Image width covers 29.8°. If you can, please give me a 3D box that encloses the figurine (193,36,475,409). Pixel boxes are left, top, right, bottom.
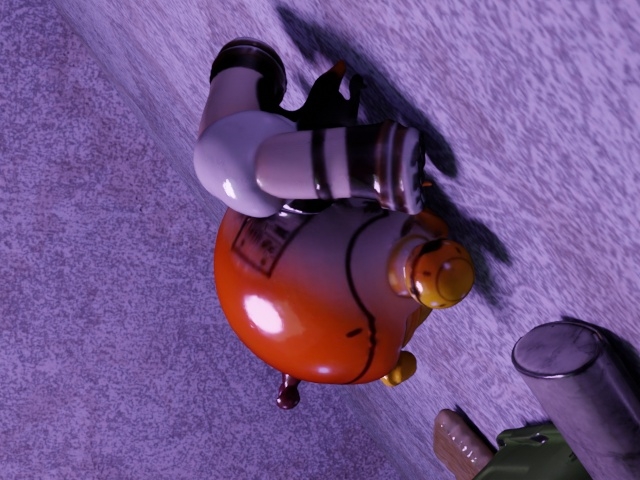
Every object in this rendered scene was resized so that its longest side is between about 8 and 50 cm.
[{"bbox_3d":[-0.004,0.001,1.074,0.320,0.196,0.323,35,152,42],"label":"figurine"}]

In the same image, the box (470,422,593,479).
[{"bbox_3d":[0.241,0.328,1.195,0.253,0.178,0.328,49,171,5],"label":"box"}]

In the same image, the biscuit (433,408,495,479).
[{"bbox_3d":[0.271,0.375,1.664,0.325,0.044,0.217,48,170,21],"label":"biscuit"}]

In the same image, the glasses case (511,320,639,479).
[{"bbox_3d":[0.261,0.196,0.948,0.299,0.060,0.114,54,167,-15],"label":"glasses case"}]
